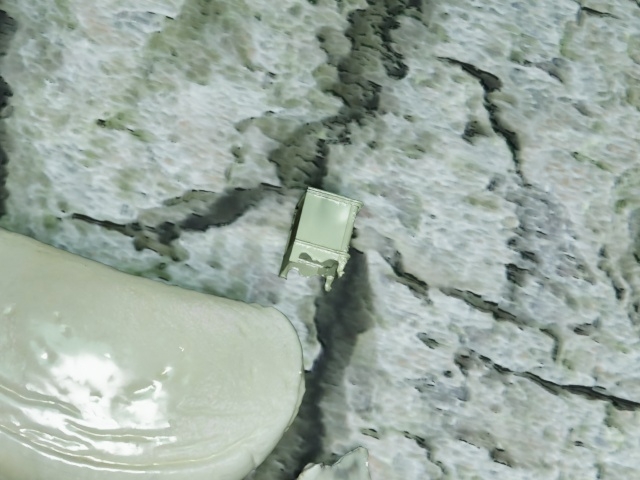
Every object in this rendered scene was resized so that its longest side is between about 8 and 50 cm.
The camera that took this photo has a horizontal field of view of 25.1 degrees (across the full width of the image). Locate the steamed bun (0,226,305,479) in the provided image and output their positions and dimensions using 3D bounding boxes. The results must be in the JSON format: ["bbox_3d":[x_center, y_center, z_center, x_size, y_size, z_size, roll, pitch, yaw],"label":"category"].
[{"bbox_3d":[-0.223,0.143,1.306,0.383,0.247,0.236,16,65,-11],"label":"steamed bun"}]

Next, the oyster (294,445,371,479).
[{"bbox_3d":[0.016,0.356,1.385,0.271,0.100,0.275,-17,66,-20],"label":"oyster"}]

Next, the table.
[{"bbox_3d":[0.000,0.000,1.496,0.062,0.079,0.083,16,72,-6],"label":"table"}]
